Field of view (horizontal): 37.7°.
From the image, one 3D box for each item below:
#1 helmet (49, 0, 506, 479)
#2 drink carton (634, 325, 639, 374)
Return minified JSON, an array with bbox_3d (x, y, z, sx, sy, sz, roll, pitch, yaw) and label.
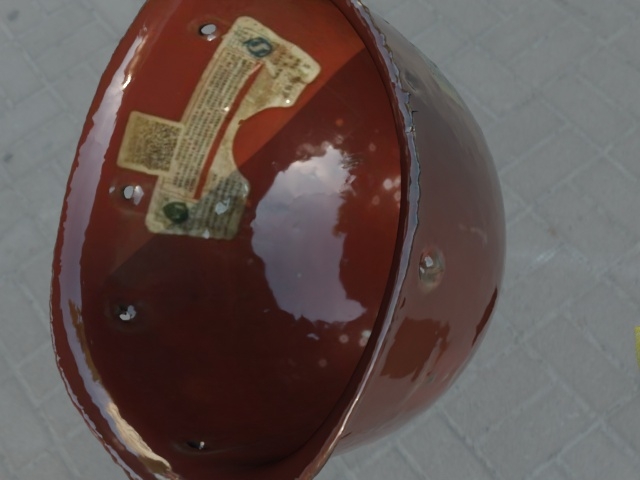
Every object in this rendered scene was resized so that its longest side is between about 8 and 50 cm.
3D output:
[{"bbox_3d":[0.000,0.000,0.630,0.385,0.230,0.337,44,113,44],"label":"helmet"},{"bbox_3d":[0.335,0.141,0.850,0.084,0.074,0.200,-10,19,16],"label":"drink carton"}]
